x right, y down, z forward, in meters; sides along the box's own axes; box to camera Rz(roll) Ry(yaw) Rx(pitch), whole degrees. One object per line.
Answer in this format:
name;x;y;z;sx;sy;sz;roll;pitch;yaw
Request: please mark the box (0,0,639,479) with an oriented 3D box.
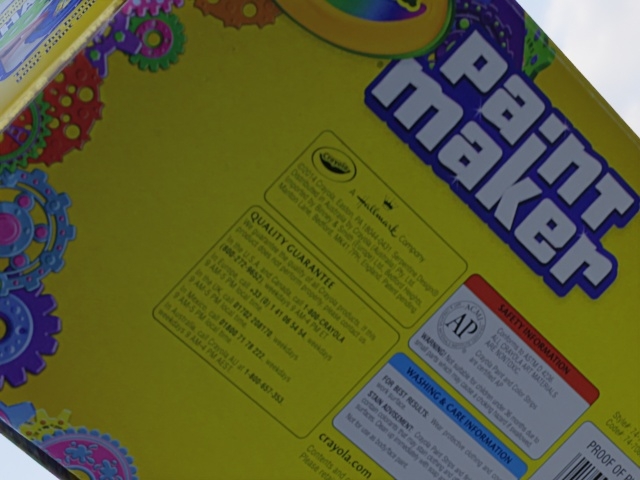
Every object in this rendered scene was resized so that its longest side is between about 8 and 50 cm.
box;0.000;0.000;0.540;0.177;0.279;0.290;-46;-65;2
